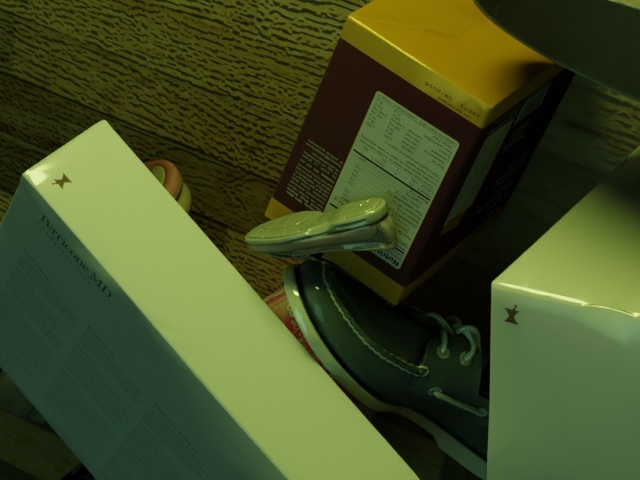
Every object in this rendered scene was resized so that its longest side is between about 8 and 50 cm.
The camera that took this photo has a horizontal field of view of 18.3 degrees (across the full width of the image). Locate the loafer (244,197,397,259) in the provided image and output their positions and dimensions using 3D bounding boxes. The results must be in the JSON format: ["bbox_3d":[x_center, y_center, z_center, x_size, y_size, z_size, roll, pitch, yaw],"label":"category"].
[{"bbox_3d":[0.000,0.000,1.486,0.125,0.045,0.039,-12,112,34],"label":"loafer"}]

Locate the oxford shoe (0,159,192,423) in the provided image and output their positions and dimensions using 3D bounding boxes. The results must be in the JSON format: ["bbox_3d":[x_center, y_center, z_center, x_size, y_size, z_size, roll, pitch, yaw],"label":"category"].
[{"bbox_3d":[-0.209,0.052,1.861,0.130,0.123,0.348,35,130,-20],"label":"oxford shoe"}]

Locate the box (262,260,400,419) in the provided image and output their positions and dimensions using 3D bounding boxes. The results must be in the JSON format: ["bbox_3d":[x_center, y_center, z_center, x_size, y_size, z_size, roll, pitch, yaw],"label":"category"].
[{"bbox_3d":[-0.045,0.124,1.764,0.257,0.122,0.128,-30,94,38],"label":"box"}]

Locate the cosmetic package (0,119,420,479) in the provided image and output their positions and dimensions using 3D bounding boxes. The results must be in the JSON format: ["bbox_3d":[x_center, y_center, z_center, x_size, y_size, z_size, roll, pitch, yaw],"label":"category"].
[{"bbox_3d":[-0.120,0.123,1.618,0.377,0.097,0.284,49,151,5],"label":"cosmetic package"}]

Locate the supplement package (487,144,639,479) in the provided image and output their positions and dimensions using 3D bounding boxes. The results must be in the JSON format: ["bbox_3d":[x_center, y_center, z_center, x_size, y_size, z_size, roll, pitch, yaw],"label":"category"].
[{"bbox_3d":[0.258,0.067,1.440,0.177,0.293,0.175,13,118,27],"label":"supplement package"}]

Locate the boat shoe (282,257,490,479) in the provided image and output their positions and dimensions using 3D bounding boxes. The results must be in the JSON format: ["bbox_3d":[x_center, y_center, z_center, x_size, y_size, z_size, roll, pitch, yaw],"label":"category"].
[{"bbox_3d":[0.093,0.090,1.602,0.099,0.116,0.319,-33,132,22],"label":"boat shoe"}]

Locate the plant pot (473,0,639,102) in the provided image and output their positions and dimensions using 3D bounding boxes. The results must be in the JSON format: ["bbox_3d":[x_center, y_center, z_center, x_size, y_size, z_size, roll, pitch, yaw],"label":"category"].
[{"bbox_3d":[0.269,-0.201,1.351,0.284,0.284,0.191,22,87,22],"label":"plant pot"}]

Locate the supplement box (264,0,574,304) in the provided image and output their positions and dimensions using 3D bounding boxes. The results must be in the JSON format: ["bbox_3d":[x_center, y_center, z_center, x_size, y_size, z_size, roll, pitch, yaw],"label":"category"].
[{"bbox_3d":[0.085,-0.090,1.537,0.129,0.191,0.194,35,126,14],"label":"supplement box"}]

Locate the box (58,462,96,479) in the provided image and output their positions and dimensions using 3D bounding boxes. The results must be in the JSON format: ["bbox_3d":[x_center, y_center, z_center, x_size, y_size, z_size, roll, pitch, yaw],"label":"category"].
[{"bbox_3d":[-0.142,0.282,1.867,0.220,0.175,0.051,47,131,4],"label":"box"}]
